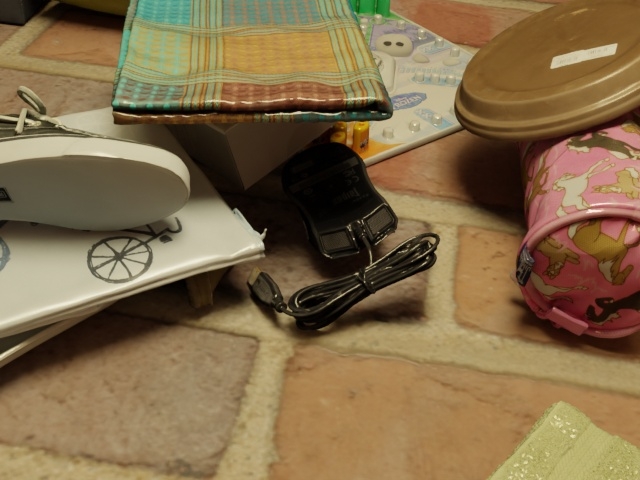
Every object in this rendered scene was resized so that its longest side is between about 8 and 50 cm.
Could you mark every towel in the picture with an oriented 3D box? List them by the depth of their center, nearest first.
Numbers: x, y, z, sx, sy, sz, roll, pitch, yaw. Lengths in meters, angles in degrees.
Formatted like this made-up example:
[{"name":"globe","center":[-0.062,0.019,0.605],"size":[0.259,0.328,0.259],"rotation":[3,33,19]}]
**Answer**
[{"name":"towel","center":[0.205,0.200,0.704],"size":[0.110,0.027,0.148],"rotation":[31,45,28]},{"name":"towel","center":[-0.082,-0.218,0.937],"size":[0.271,0.040,0.370],"rotation":[-3,32,-6]}]

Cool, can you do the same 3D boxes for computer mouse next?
[{"name":"computer mouse","center":[0.000,0.000,0.922],"size":[0.184,0.060,0.262],"rotation":[-29,41,-8]}]

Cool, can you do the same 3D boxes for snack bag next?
[{"name":"snack bag","center":[-0.271,-0.032,0.865],"size":[0.342,0.037,0.323],"rotation":[-18,44,-25]}]

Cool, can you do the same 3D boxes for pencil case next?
[{"name":"pencil case","center":[0.286,-0.071,0.944],"size":[0.167,0.160,0.386],"rotation":[-11,34,19]}]

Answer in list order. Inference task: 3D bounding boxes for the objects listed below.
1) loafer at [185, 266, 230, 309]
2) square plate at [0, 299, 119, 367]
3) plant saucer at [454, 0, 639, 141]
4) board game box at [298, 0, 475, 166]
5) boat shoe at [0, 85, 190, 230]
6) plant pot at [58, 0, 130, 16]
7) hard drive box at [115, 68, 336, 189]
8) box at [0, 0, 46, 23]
[{"name":"loafer","center":[-0.112,0.013,0.885],"size":[0.050,0.056,0.148],"rotation":[-4,39,0]},{"name":"square plate","center":[-0.397,0.042,0.827],"size":[0.344,0.049,0.347],"rotation":[31,45,28]},{"name":"plant saucer","center":[0.278,-0.205,0.962],"size":[0.277,0.041,0.278],"rotation":[-21,30,13]},{"name":"board game box","center":[0.051,-0.260,1.253],"size":[0.390,0.050,0.390],"rotation":[-24,46,-30]},{"name":"boat shoe","center":[-0.273,-0.076,0.803],"size":[0.306,0.113,0.105],"rotation":[-3,53,5]},{"name":"plant pot","center":[-0.259,-0.452,1.317],"size":[0.293,0.275,0.275],"rotation":[24,41,7]},{"name":"hard drive box","center":[-0.105,-0.183,1.046],"size":[0.181,0.089,0.232],"rotation":[-39,49,-23]},{"name":"box","center":[-0.598,-0.515,1.408],"size":[0.343,0.179,0.312],"rotation":[8,37,5]}]
